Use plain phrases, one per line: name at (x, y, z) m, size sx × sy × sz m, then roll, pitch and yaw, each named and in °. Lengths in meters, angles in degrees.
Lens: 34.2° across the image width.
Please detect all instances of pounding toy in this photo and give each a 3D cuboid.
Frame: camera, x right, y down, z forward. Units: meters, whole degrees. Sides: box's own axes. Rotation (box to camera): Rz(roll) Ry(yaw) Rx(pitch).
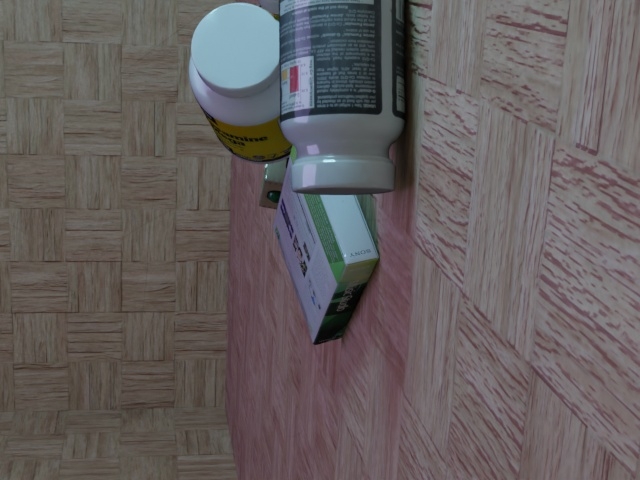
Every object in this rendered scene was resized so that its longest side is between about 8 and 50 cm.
pounding toy at (-0.066, -0.115, 2.099) m, size 0.130 × 0.100 × 0.141 m, roll 110°, pitch 168°, yaw -62°

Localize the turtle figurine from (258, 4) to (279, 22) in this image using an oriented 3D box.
turtle figurine at (-0.095, -0.462, 2.235) m, size 0.217 × 0.087 × 0.269 m, roll 108°, pitch 160°, yaw -60°

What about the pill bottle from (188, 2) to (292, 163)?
pill bottle at (-0.112, -0.257, 1.717) m, size 0.334 × 0.188 × 0.188 m, roll 69°, pitch -161°, yaw -77°

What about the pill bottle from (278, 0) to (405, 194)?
pill bottle at (0.027, -0.200, 1.313) m, size 0.162 × 0.162 × 0.278 m, roll 169°, pitch 102°, yaw -80°

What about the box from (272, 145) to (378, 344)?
box at (0.000, 0.000, 1.631) m, size 0.322 × 0.058 × 0.232 m, roll 107°, pitch 146°, yaw -63°

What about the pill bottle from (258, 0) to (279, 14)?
pill bottle at (-0.083, -0.525, 1.763) m, size 0.283 × 0.160 × 0.160 m, roll 64°, pitch -162°, yaw -59°
